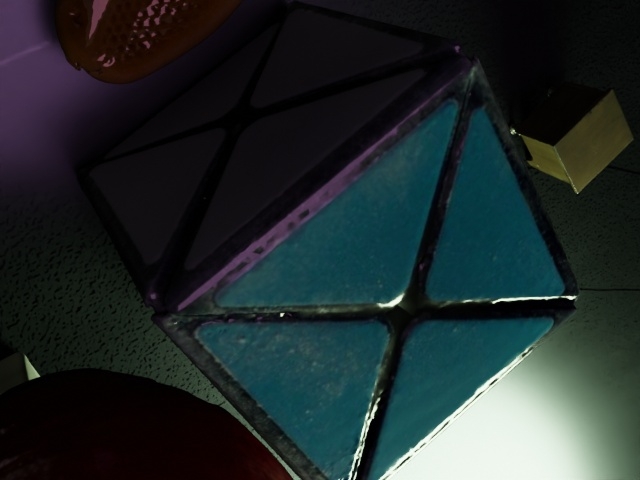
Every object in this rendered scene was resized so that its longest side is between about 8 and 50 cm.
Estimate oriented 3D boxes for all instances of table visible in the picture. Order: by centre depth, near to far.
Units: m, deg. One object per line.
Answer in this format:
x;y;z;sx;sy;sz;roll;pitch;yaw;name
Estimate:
0.254;-0.111;0.771;0.083;0.082;0.070;-44;124;-5;table

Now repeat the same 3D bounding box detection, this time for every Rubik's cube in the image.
0.000;0.000;0.578;0.259;0.255;0.260;-43;124;-7;Rubik's cube

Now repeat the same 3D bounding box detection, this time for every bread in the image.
-0.116;-0.196;0.543;0.189;0.077;0.114;-44;144;-7;bread

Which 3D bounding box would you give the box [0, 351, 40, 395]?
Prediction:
-0.331;0.282;0.590;0.341;0.143;0.225;-29;121;-13;box

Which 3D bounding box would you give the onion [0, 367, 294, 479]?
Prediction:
-0.138;0.265;0.421;0.341;0.341;0.341;-11;115;-24;onion
